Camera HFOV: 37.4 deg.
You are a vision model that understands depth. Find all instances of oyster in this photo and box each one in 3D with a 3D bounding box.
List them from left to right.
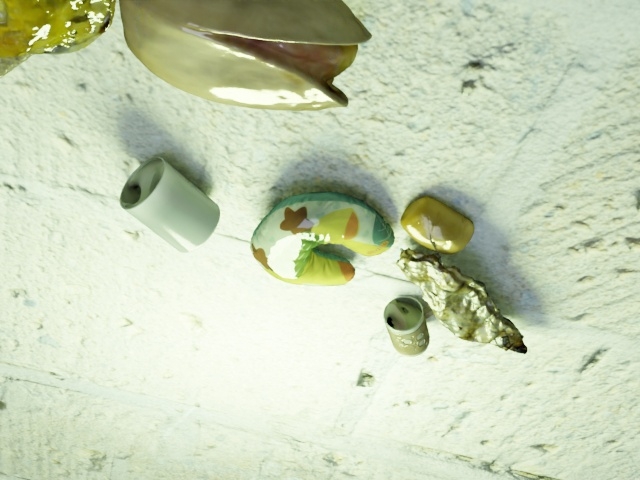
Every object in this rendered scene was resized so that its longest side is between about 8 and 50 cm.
[{"bbox_3d":[0.247,0.114,1.581,0.128,0.079,0.345,-2,146,46],"label":"oyster"}]

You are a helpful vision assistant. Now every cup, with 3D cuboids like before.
[{"bbox_3d":[-0.239,-0.063,1.485,0.099,0.136,0.133,-44,125,8],"label":"cup"},{"bbox_3d":[0.165,0.147,1.685,0.074,0.102,0.099,35,159,34],"label":"cup"}]

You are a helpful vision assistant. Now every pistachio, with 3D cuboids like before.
[{"bbox_3d":[-0.090,-0.249,1.117,0.299,0.187,0.187,16,143,-10],"label":"pistachio"}]

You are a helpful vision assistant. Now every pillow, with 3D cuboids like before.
[{"bbox_3d":[0.000,0.000,1.517,0.214,0.086,0.233,18,141,-28],"label":"pillow"}]

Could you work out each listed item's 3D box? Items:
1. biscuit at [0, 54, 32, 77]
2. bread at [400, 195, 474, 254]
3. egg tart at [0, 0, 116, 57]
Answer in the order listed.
[{"bbox_3d":[-0.476,-0.273,1.259,0.426,0.078,0.144,-22,132,34],"label":"biscuit"},{"bbox_3d":[0.180,-0.016,1.464,0.115,0.056,0.082,30,138,-25],"label":"bread"},{"bbox_3d":[-0.371,-0.292,1.044,0.294,0.116,0.295,11,144,8],"label":"egg tart"}]
